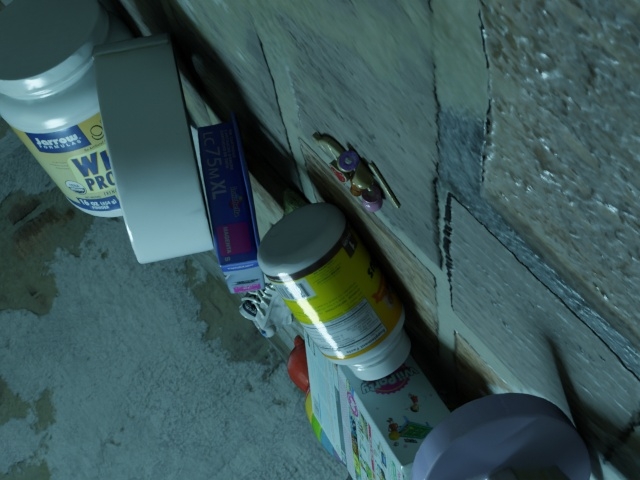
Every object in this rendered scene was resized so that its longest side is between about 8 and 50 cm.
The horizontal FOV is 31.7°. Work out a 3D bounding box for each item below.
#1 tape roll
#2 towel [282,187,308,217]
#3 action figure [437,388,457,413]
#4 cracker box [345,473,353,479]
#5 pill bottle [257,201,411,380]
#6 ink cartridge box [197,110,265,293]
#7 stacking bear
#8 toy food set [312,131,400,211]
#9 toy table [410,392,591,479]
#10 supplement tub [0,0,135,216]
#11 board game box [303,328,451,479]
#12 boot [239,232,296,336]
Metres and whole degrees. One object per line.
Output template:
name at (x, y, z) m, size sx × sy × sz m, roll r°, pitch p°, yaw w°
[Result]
tape roll at (-0.210, -0.117, 1.430) m, size 0.286 × 0.100 × 0.286 m, roll 169°, pitch 90°, yaw -86°
towel at (0.000, 0.000, 1.480) m, size 0.148 × 0.027 × 0.110 m, roll 50°, pitch 170°, yaw 9°
action figure at (0.170, 0.249, 1.536) m, size 0.137 × 0.063 × 0.232 m, roll 51°, pitch 175°, yaw 7°
cracker box at (0.110, 0.349, 1.725) m, size 0.067 × 0.155 × 0.232 m, roll 49°, pitch -171°, yaw 5°
pill bottle at (0.024, 0.067, 1.347) m, size 0.215 × 0.117 × 0.117 m, roll 56°, pitch 169°, yaw -29°
ink cartridge box at (-0.116, -0.041, 1.497) m, size 0.311 × 0.065 × 0.186 m, roll 110°, pitch 150°, yaw -79°
stacking bear at (0.046, 0.281, 1.989) m, size 0.289 × 0.164 × 0.175 m, roll 49°, pitch 172°, yaw 37°
toy food set at (0.031, -0.062, 1.115) m, size 0.078 × 0.019 × 0.122 m, roll 55°, pitch 169°, yaw -27°
toy table at (0.198, 0.281, 1.059) m, size 0.274 × 0.252 × 0.161 m, roll 43°, pitch -165°, yaw -47°
supplement tub at (-0.352, -0.208, 1.703) m, size 0.228 × 0.228 × 0.316 m, roll 43°, pitch 168°, yaw 38°
board game box at (0.082, 0.240, 1.484) m, size 0.303 × 0.097 × 0.224 m, roll -124°, pitch 20°, yaw -45°
boot at (-0.083, 0.088, 1.904) m, size 0.095 × 0.123 × 0.258 m, roll 45°, pitch 169°, yaw 28°
